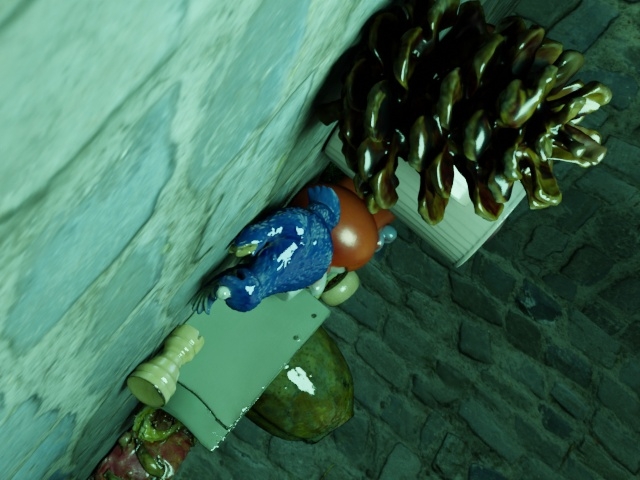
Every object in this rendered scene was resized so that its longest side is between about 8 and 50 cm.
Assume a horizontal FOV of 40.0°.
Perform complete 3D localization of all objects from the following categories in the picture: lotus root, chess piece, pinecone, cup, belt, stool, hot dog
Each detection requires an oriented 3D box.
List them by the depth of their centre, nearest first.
[{"bbox_3d":[0.143,-0.134,0.905,0.244,0.309,0.244,-38,136,-51],"label":"pinecone"},{"bbox_3d":[0.154,-0.104,1.253,0.208,0.273,0.288,-52,177,38],"label":"cup"},{"bbox_3d":[-0.218,0.178,1.272,0.122,0.066,0.066,-52,179,-42],"label":"chess piece"},{"bbox_3d":[-0.146,0.188,1.482,0.270,0.170,0.243,-49,176,-24],"label":"stool"},{"bbox_3d":[0.074,-0.139,1.548,0.151,0.079,0.121,-52,176,32],"label":"belt"},{"bbox_3d":[0.035,0.088,1.667,0.083,0.038,0.084,-38,-164,12],"label":"chess piece"},{"bbox_3d":[-0.291,0.327,1.721,0.146,0.103,0.213,-51,179,7],"label":"hot dog"},{"bbox_3d":[-0.080,0.251,1.763,0.250,0.346,0.250,-42,177,-3],"label":"lotus root"}]

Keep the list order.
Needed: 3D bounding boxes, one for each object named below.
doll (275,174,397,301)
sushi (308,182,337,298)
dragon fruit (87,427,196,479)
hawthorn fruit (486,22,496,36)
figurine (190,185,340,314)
[{"bbox_3d":[0.022,-0.020,1.422,0.290,0.161,0.130,-40,163,-26],"label":"doll"},{"bbox_3d":[0.000,0.000,1.618,0.184,0.139,0.274,-49,-178,44],"label":"sushi"},{"bbox_3d":[-0.404,0.489,1.914,0.282,0.147,0.211,-46,-175,-22],"label":"dragon fruit"},{"bbox_3d":[0.296,-0.316,1.665,0.215,0.215,0.250,-47,169,-50],"label":"hawthorn fruit"},{"bbox_3d":[-0.057,0.027,1.223,0.262,0.121,0.164,-45,179,-39],"label":"figurine"}]
